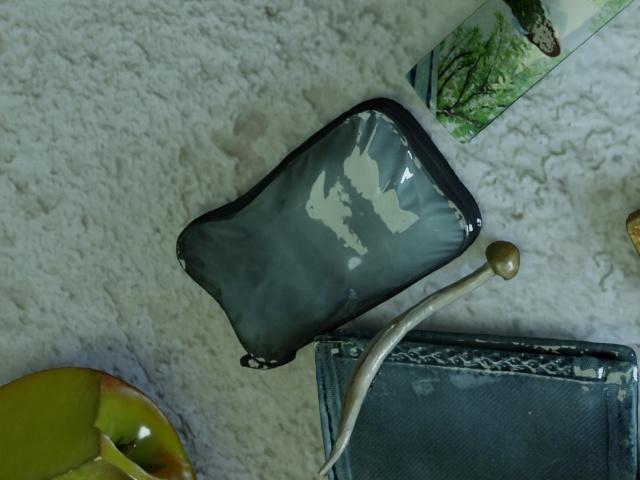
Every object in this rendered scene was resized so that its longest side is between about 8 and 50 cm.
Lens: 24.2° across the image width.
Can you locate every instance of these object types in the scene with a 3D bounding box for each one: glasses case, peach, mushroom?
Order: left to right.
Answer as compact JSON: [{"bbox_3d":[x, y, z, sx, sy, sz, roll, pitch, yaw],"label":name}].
[{"bbox_3d":[-0.308,0.335,1.739,0.380,0.242,0.306,-33,117,16],"label":"peach"},{"bbox_3d":[0.088,0.110,1.520,0.306,0.068,0.043,-45,113,-5],"label":"mushroom"},{"bbox_3d":[0.208,-0.211,1.418,0.095,0.062,0.272,48,119,-1],"label":"glasses case"}]

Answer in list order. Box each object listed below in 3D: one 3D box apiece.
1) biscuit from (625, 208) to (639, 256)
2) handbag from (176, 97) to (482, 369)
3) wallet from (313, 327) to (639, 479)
[{"bbox_3d":[0.410,0.022,1.440,0.239,0.041,0.212,24,123,12],"label":"biscuit"},{"bbox_3d":[-0.002,0.001,1.584,0.332,0.075,0.191,-34,98,26],"label":"handbag"},{"bbox_3d":[0.170,0.205,1.591,0.342,0.075,0.237,3,117,19],"label":"wallet"}]
